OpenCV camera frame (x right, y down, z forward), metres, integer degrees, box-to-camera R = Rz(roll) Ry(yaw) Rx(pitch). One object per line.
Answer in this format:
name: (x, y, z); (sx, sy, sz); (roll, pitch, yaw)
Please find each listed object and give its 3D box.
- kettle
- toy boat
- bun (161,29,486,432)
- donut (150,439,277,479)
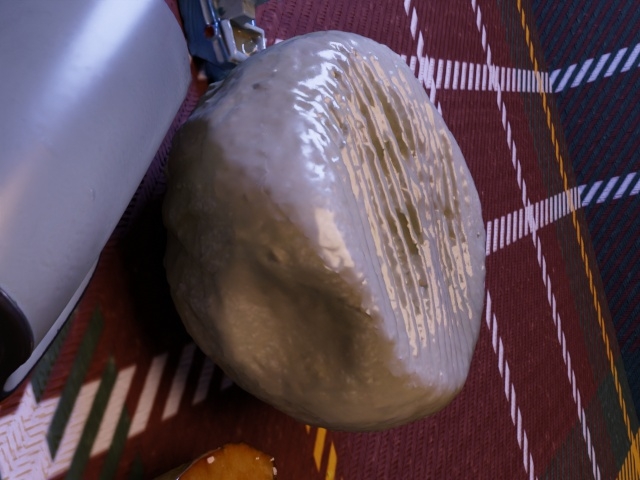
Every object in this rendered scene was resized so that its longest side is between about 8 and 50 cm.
kettle: (-0.194, -0.033, 0.539); (0.240, 0.165, 0.255); (85, 15, -50)
toy boat: (-0.084, -0.271, 0.860); (0.088, 0.102, 0.215); (6, 72, -60)
bun: (0.000, 0.000, 0.760); (0.352, 0.227, 0.349); (-12, 89, -57)
donut: (-0.104, 0.252, 0.622); (0.141, 0.085, 0.217); (46, 41, -40)
